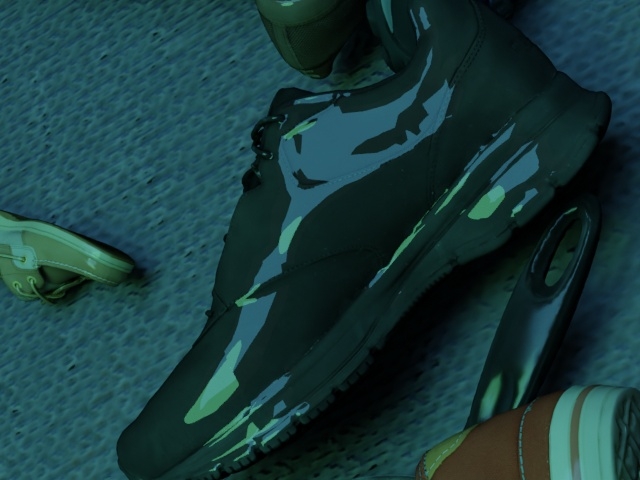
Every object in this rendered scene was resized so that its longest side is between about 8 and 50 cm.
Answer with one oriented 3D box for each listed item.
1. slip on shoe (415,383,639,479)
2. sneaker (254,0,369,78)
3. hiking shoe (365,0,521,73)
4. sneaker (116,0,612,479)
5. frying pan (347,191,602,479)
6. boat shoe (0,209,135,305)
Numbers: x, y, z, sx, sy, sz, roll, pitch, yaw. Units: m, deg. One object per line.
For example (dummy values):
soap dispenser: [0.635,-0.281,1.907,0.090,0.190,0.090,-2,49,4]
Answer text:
slip on shoe: [0.098,0.224,0.702,0.101,0.123,0.331,-10,81,28]
sneaker: [0.025,-0.168,0.962,0.066,0.071,0.188,23,61,27]
hiking shoe: [0.123,-0.211,0.887,0.132,0.113,0.304,23,89,28]
sneaker: [0.000,0.000,0.856,0.286,0.109,0.130,-44,89,0]
frying pan: [0.035,0.144,0.833,0.197,0.053,0.326,-4,68,28]
boat shoe: [-0.157,0.013,1.007,0.135,0.050,0.045,13,81,44]
